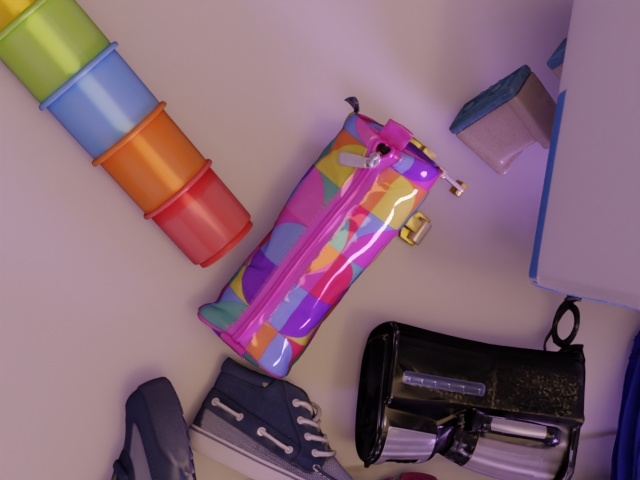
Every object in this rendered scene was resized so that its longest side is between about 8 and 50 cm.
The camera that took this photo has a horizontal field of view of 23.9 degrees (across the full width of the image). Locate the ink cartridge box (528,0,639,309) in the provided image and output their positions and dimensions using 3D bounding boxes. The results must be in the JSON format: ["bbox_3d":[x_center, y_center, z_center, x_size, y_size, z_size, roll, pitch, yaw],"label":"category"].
[{"bbox_3d":[0.372,-0.074,1.216,0.395,0.166,0.285,8,92,-42],"label":"ink cartridge box"}]

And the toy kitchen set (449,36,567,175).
[{"bbox_3d":[0.207,-0.184,1.318,0.122,0.166,0.207,48,47,-10],"label":"toy kitchen set"}]

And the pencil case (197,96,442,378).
[{"bbox_3d":[0.000,0.000,1.249,0.104,0.104,0.236,34,97,-10],"label":"pencil case"}]

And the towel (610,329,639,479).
[{"bbox_3d":[0.404,0.207,1.337,0.308,0.076,0.227,22,64,-9],"label":"towel"}]

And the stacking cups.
[{"bbox_3d":[-0.184,-0.108,1.236,0.096,0.096,0.316,-39,101,-7],"label":"stacking cups"}]

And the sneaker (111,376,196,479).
[{"bbox_3d":[-0.164,0.273,1.241,0.131,0.112,0.319,-2,92,-13],"label":"sneaker"}]

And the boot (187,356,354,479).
[{"bbox_3d":[-0.016,0.170,1.264,0.190,0.069,0.086,24,85,11],"label":"boot"}]

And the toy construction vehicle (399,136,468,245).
[{"bbox_3d":[0.068,-0.048,1.309,0.098,0.035,0.086,40,85,-10],"label":"toy construction vehicle"}]

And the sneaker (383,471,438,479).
[{"bbox_3d":[0.042,0.321,1.272,0.252,0.103,0.111,-46,112,-18],"label":"sneaker"}]

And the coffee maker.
[{"bbox_3d":[0.126,0.122,1.299,0.178,0.120,0.171,12,55,-12],"label":"coffee maker"}]
